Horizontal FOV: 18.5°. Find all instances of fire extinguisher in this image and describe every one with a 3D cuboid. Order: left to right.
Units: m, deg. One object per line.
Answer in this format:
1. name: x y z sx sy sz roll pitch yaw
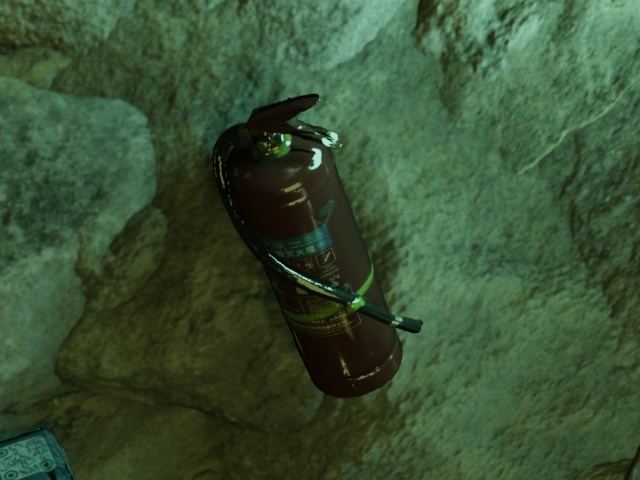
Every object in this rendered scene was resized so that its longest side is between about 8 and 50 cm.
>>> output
1. fire extinguisher: 0.000 0.000 1.758 0.141 0.105 0.341 -2 136 20

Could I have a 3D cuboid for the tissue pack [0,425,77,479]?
1. tissue pack: -0.320 0.268 1.751 0.235 0.173 0.073 -20 130 -15
